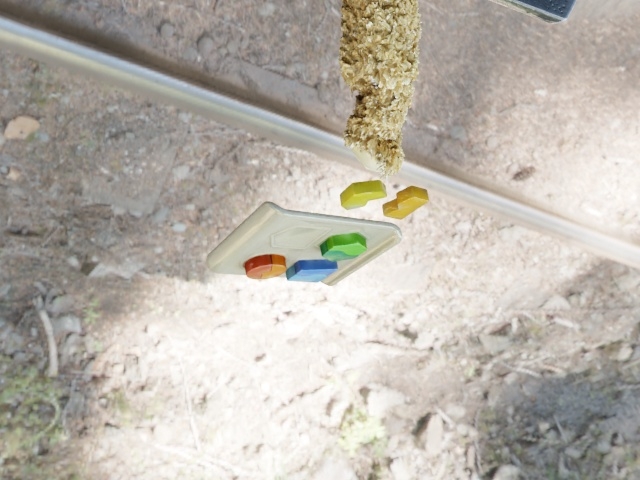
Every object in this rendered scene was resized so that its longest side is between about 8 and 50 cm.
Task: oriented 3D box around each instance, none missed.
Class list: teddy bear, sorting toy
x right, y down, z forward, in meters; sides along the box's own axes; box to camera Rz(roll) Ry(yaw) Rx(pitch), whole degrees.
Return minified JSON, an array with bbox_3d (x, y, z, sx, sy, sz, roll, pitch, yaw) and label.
[{"bbox_3d":[0.085,-0.245,0.856,0.113,0.245,0.338,2,98,11],"label":"teddy bear"},{"bbox_3d":[0.000,0.000,0.985,0.229,0.041,0.307,10,151,-32],"label":"sorting toy"}]

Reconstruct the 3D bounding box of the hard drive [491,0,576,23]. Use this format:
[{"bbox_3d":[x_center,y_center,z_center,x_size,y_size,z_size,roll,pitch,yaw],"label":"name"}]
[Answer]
[{"bbox_3d":[0.375,-0.499,1.167,0.172,0.254,0.054,21,169,1],"label":"hard drive"}]
